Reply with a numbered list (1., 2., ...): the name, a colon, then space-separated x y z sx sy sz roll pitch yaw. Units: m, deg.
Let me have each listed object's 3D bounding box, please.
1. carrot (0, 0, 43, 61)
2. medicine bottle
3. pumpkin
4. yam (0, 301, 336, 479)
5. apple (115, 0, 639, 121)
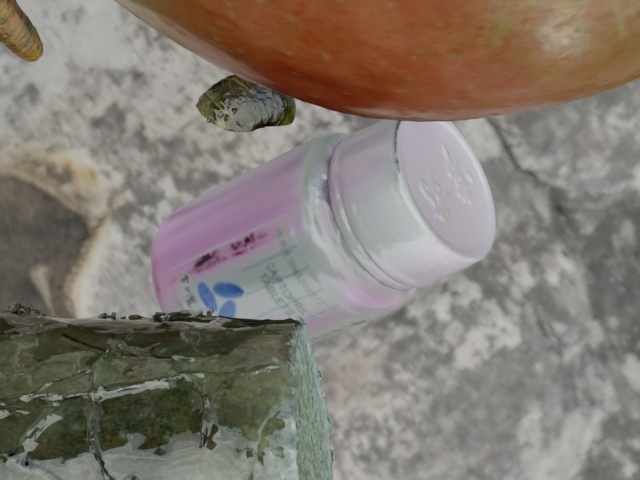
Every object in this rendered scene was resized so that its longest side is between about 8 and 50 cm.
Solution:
1. carrot: -0.402 -0.301 1.717 0.066 0.066 0.314 -38 147 -1
2. medicine bottle: 0.000 0.000 1.153 0.254 0.152 0.152 -23 137 34
3. pumpkin: -0.048 -0.101 1.027 0.083 0.050 0.028 -26 151 -44
4. yam: -0.160 0.153 0.920 0.348 0.241 0.241 -2 123 6
5. apple: 0.043 -0.190 0.467 0.319 0.319 0.277 -49 131 8
